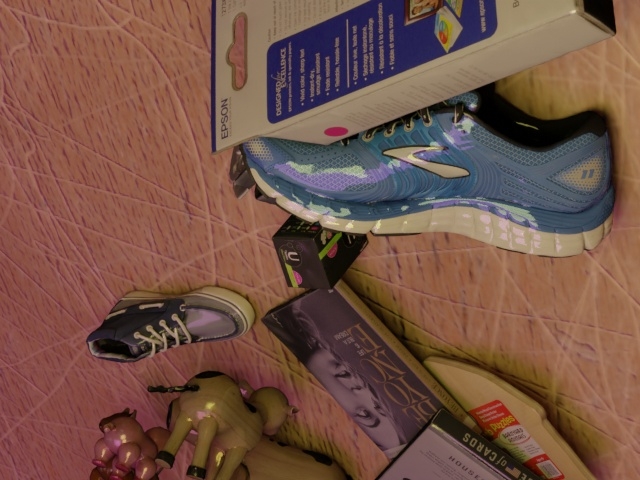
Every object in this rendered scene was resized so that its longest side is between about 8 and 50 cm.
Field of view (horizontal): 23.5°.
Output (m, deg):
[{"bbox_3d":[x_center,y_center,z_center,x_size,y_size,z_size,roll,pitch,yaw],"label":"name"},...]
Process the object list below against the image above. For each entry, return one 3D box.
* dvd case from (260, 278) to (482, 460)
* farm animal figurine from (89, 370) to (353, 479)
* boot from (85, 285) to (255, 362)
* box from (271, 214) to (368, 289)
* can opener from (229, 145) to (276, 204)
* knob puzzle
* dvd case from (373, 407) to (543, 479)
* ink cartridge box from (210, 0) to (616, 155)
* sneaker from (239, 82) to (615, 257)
[{"bbox_3d":[0.049,0.140,1.609,0.221,0.018,0.164,47,148,-8],"label":"dvd case"},{"bbox_3d":[-0.097,0.239,1.706,0.326,0.172,0.330,31,153,-18],"label":"farm animal figurine"},{"bbox_3d":[-0.165,0.101,1.695,0.190,0.086,0.069,-4,121,36],"label":"boot"},{"bbox_3d":[0.000,0.000,1.506,0.052,0.083,0.062,2,125,32],"label":"box"},{"bbox_3d":[0.002,-0.123,1.433,0.095,0.076,0.283,19,143,-26],"label":"can opener"},{"bbox_3d":[0.176,0.188,1.572,0.213,0.030,0.213,31,145,25],"label":"knob puzzle"},{"bbox_3d":[0.156,0.276,1.624,0.179,0.029,0.239,35,149,3],"label":"dvd case"},{"bbox_3d":[0.059,-0.191,1.239,0.371,0.176,0.069,-17,155,36],"label":"ink cartridge box"},{"bbox_3d":[0.094,-0.086,1.339,0.330,0.130,0.147,5,117,5],"label":"sneaker"}]
